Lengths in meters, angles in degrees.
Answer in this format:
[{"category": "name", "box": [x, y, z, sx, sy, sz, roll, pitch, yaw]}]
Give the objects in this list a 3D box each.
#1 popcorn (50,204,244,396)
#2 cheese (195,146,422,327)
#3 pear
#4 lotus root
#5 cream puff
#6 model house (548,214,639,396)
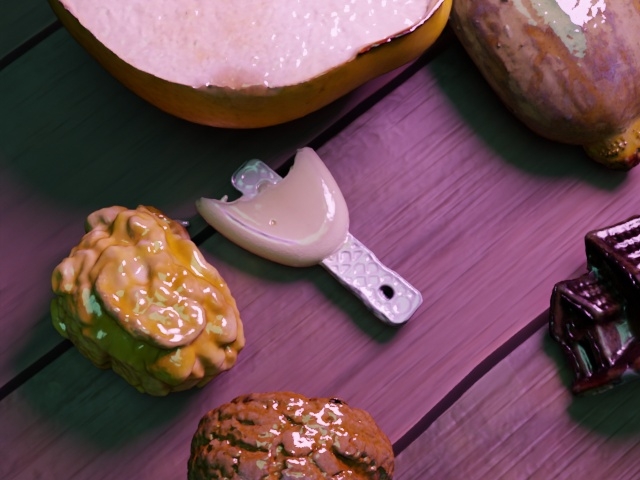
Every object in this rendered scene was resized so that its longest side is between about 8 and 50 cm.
[{"category": "popcorn", "box": [-0.171, 0.058, 0.966, 0.163, 0.140, 0.194, -25, 75, -11]}, {"category": "cheese", "box": [0.000, 0.000, 1.022, 0.235, 0.050, 0.127, 42, 78, 11]}, {"category": "pear", "box": [-0.064, -0.254, 1.015, 0.387, 0.191, 0.340, 11, 71, 5]}, {"category": "lotus root", "box": [0.239, -0.209, 1.028, 0.173, 0.173, 0.309, -32, 85, -8]}, {"category": "cream puff", "box": [-0.029, 0.239, 0.881, 0.183, 0.183, 0.169, 5, 52, 1]}, {"category": "model house", "box": [0.297, 0.055, 0.979, 0.165, 0.106, 0.152, -20, 76, -2]}]
